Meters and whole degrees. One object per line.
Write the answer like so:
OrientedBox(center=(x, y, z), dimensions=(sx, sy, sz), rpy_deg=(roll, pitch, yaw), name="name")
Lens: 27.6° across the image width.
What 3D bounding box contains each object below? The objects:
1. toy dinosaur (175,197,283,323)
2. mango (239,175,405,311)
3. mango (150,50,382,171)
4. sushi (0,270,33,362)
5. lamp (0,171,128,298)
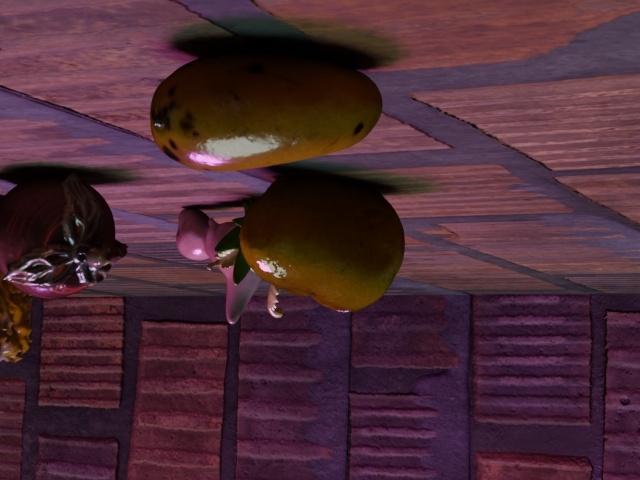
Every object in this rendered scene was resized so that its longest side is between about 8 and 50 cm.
OrientedBox(center=(-0.129, 0.020, 1.769), dimensions=(0.177, 0.194, 0.152), rpy_deg=(-30, 164, 34), name="toy dinosaur")
OrientedBox(center=(0.000, 0.000, 1.565), dimensions=(0.130, 0.167, 0.262), rpy_deg=(-21, 158, 35), name="mango")
OrientedBox(center=(-0.040, -0.098, 0.984), dimensions=(0.178, 0.090, 0.115), rpy_deg=(-1, -174, -3), name="mango")
OrientedBox(center=(-0.713, 0.098, 2.197), dimensions=(0.351, 0.240, 0.396), rpy_deg=(-3, 175, 26), name="sushi")
OrientedBox(center=(-0.353, -0.007, 1.585), dimensions=(0.223, 0.151, 0.215), rpy_deg=(-1, 169, 41), name="lamp")
